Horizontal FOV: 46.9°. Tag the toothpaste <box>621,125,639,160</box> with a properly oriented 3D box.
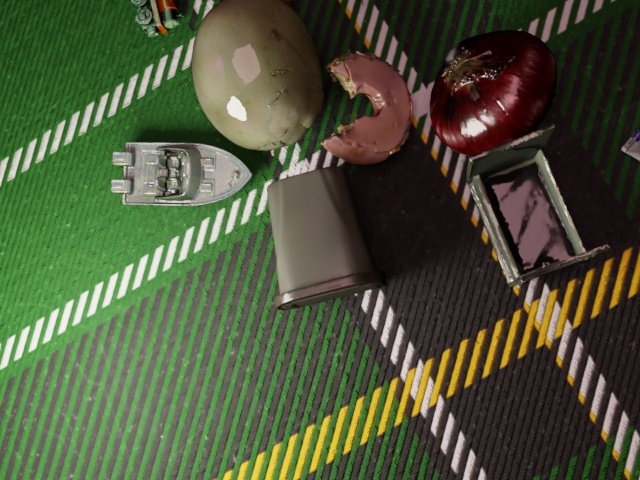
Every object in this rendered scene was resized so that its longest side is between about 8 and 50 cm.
[{"bbox_3d":[0.756,-0.122,1.449,0.323,0.066,0.100,41,98,16],"label":"toothpaste"}]

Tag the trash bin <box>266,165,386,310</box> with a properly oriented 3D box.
[{"bbox_3d":[0.000,0.000,1.505,0.219,0.219,0.250,-15,76,7],"label":"trash bin"}]

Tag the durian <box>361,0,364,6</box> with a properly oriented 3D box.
[{"bbox_3d":[0.023,-0.698,1.610,0.351,0.158,0.169,38,126,1],"label":"durian"}]

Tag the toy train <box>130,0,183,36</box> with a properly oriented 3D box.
[{"bbox_3d":[-0.375,-0.558,1.695,0.118,0.074,0.176,-16,80,5],"label":"toy train"}]

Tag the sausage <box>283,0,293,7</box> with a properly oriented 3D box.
[{"bbox_3d":[-0.128,-0.530,1.643,0.141,0.076,0.076,-8,83,7],"label":"sausage"}]

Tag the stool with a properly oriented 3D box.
[{"bbox_3d":[0.400,-0.055,1.401,0.170,0.269,0.244,-22,82,7],"label":"stool"}]

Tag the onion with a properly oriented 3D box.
[{"bbox_3d":[0.359,-0.281,1.468,0.273,0.285,0.273,-27,54,44],"label":"onion"}]

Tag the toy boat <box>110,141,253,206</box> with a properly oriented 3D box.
[{"bbox_3d":[-0.303,-0.146,1.631,0.319,0.092,0.141,1,87,10],"label":"toy boat"}]

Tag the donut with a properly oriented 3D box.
[{"bbox_3d":[0.095,-0.271,1.542,0.199,0.085,0.233,7,89,-21],"label":"donut"}]

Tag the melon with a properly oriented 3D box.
[{"bbox_3d":[-0.131,-0.339,1.531,0.268,0.268,0.330,-16,94,9],"label":"melon"}]
